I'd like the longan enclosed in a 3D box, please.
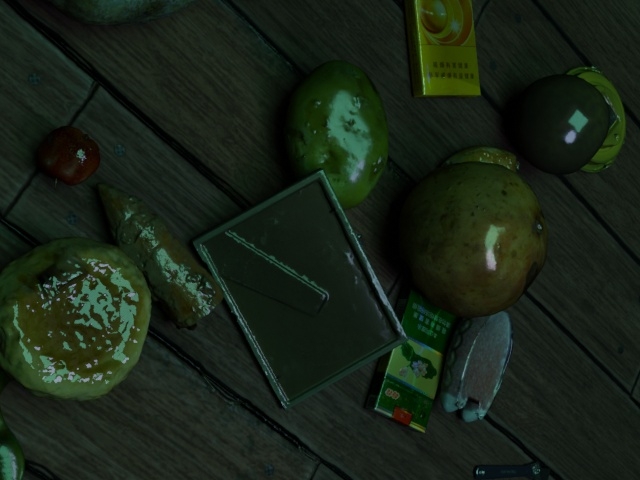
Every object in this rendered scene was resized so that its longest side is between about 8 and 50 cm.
[{"bbox_3d":[0.483,-0.237,2.083,0.212,0.198,0.198,-31,104,-22],"label":"longan"}]

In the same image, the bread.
[{"bbox_3d":[-0.365,0.111,1.478,0.244,0.134,0.244,6,79,-35],"label":"bread"}]

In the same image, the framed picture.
[{"bbox_3d":[-0.029,0.084,1.723,0.247,0.022,0.335,-29,105,-6],"label":"framed picture"}]

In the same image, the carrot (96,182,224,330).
[{"bbox_3d":[-0.257,0.014,1.598,0.102,0.102,0.263,-44,105,-30],"label":"carrot"}]

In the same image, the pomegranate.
[{"bbox_3d":[0.271,-0.005,1.869,0.281,0.281,0.281,3,84,-35],"label":"pomegranate"}]

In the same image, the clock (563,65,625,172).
[{"bbox_3d":[0.590,-0.263,2.241,0.237,0.057,0.237,4,82,-35],"label":"clock"}]

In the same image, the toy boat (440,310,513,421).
[{"bbox_3d":[0.285,0.223,1.972,0.155,0.085,0.227,31,75,-45],"label":"toy boat"}]

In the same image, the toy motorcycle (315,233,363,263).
[{"bbox_3d":[0.000,0.000,1.781,0.215,0.080,0.122,51,62,-19],"label":"toy motorcycle"}]

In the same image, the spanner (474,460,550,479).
[{"bbox_3d":[0.381,0.459,2.056,0.208,0.012,0.046,8,83,-35],"label":"spanner"}]

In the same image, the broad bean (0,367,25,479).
[{"bbox_3d":[-0.450,0.283,1.451,0.070,0.048,0.214,-1,84,-35],"label":"broad bean"}]

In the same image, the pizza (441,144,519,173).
[{"bbox_3d":[0.324,-0.112,2.040,0.182,0.062,0.161,-27,95,-39],"label":"pizza"}]

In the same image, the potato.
[{"bbox_3d":[0.026,-0.178,1.775,0.186,0.148,0.253,7,84,-18],"label":"potato"}]

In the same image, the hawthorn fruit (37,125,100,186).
[{"bbox_3d":[-0.370,-0.119,1.526,0.093,0.093,0.093,3,84,-35],"label":"hawthorn fruit"}]

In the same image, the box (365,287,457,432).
[{"bbox_3d":[0.170,0.220,1.910,0.132,0.034,0.235,31,69,-31],"label":"box"}]

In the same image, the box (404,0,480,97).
[{"bbox_3d":[0.231,-0.410,2.001,0.152,0.043,0.269,-4,89,-36],"label":"box"}]

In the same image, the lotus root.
[{"bbox_3d":[-0.287,-0.412,1.565,0.349,0.175,0.175,-26,101,-30],"label":"lotus root"}]
